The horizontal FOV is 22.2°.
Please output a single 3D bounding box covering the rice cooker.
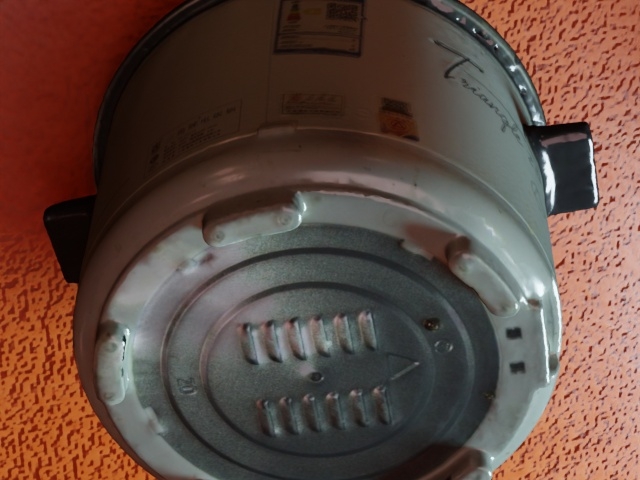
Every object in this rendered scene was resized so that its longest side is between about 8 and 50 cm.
[{"bbox_3d":[0.000,0.000,0.808,0.281,0.227,0.241,-11,126,8],"label":"rice cooker"}]
